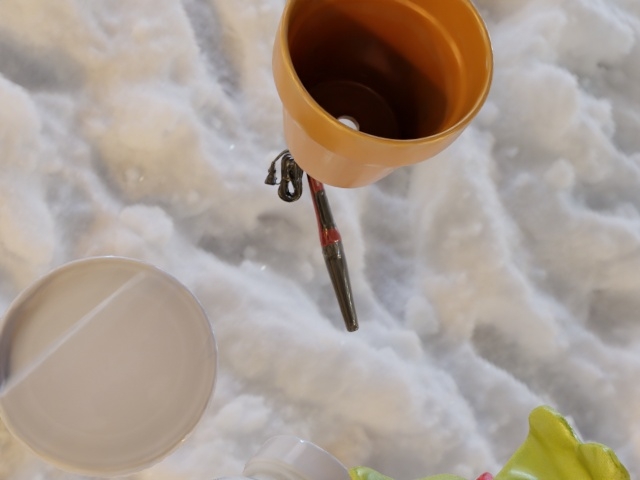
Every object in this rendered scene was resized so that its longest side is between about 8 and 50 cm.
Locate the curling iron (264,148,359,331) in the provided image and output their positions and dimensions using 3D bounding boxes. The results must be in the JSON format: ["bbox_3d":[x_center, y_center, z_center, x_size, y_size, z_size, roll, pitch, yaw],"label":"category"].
[{"bbox_3d":[0.000,0.000,1.474,0.035,0.068,0.274,-68,140,-58],"label":"curling iron"}]

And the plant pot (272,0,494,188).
[{"bbox_3d":[0.042,-0.146,1.129,0.205,0.188,0.205,5,68,-12],"label":"plant pot"}]

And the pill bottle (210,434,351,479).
[{"bbox_3d":[-0.086,0.323,1.029,0.169,0.169,0.301,45,52,-3],"label":"pill bottle"}]

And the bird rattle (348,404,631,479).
[{"bbox_3d":[0.106,0.210,0.643,0.143,0.253,0.206,-6,60,12],"label":"bird rattle"}]

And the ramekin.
[{"bbox_3d":[-0.259,0.164,1.395,0.273,0.127,0.272,2,66,-4],"label":"ramekin"}]
